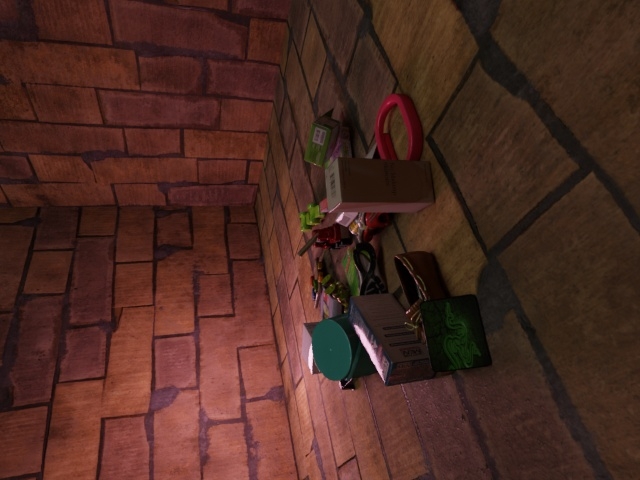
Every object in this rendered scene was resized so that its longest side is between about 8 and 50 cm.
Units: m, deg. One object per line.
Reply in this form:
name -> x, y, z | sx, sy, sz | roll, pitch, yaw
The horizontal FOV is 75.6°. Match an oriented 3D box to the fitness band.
fitness band -> 0.269, -0.367, 1.426 | 0.209, 0.054, 0.290 | 123, 140, -56

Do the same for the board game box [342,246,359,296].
board game box -> 0.154, 0.163, 1.844 | 0.124, 0.039, 0.259 | 110, 149, -49

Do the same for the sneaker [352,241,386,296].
sneaker -> 0.196, 0.157, 1.645 | 0.121, 0.111, 0.299 | 47, -145, -83

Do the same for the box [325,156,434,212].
box -> 0.182, -0.168, 1.284 | 0.121, 0.311, 0.147 | 146, 119, -69

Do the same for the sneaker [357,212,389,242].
sneaker -> 0.202, -0.066, 1.571 | 0.279, 0.119, 0.107 | 79, -161, -63

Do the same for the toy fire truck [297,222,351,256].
toy fire truck -> 0.000, 0.000, 1.955 | 0.217, 0.247, 0.158 | 155, 113, -70

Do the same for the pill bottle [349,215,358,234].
pill bottle -> 0.167, -0.077, 1.732 | 0.116, 0.065, 0.065 | 120, 144, -57

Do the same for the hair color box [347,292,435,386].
hair color box -> 0.233, 0.321, 1.400 | 0.347, 0.174, 0.105 | -123, 35, -58

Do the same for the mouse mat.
mouse mat -> 0.353, 0.244, 1.092 | 0.007, 0.153, 0.189 | 49, -149, -72

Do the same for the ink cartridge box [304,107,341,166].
ink cartridge box -> 0.032, -0.484, 1.912 | 0.255, 0.097, 0.188 | -54, -15, -49

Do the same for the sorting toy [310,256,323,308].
sorting toy -> -0.025, 0.211, 2.266 | 0.307, 0.041, 0.228 | 99, 169, -54

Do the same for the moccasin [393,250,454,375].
moccasin -> 0.305, 0.204, 1.212 | 0.139, 0.147, 0.379 | 122, 142, -60

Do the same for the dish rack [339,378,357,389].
dish rack -> 0.126, 0.561, 1.895 | 0.271, 0.074, 0.208 | 110, 151, -55

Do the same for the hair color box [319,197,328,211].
hair color box -> 0.064, -0.176, 1.988 | 0.167, 0.093, 0.053 | 159, 108, -71

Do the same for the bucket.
bucket -> 0.107, 0.423, 1.652 | 0.281, 0.183, 0.280 | 2, 93, 50

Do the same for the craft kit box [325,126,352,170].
craft kit box -> 0.083, -0.364, 1.951 | 0.250, 0.061, 0.246 | 128, 143, -63

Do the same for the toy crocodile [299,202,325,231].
toy crocodile -> -0.042, -0.127, 2.329 | 0.340, 0.105, 0.115 | 145, 122, -63

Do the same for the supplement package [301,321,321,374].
supplement package -> -0.001, 0.559, 2.171 | 0.203, 0.149, 0.194 | -139, 50, -66

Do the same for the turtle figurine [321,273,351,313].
turtle figurine -> 0.097, 0.261, 1.857 | 0.217, 0.087, 0.269 | 47, -153, -37

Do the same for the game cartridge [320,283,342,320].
game cartridge -> 0.051, 0.349, 2.101 | 0.294, 0.060, 0.195 | -140, 46, -75

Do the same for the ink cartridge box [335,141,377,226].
ink cartridge box -> 0.170, -0.227, 1.687 | 0.261, 0.066, 0.296 | -68, 7, -25
